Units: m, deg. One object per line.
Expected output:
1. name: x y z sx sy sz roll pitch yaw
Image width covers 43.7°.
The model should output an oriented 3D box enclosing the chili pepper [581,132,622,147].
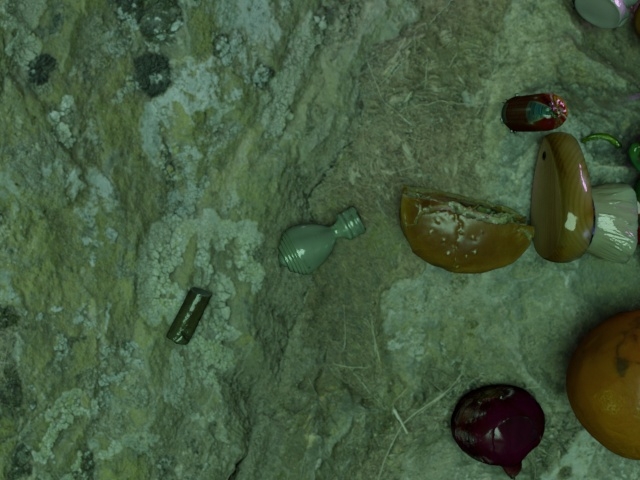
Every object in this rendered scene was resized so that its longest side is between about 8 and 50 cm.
1. chili pepper: 0.579 -0.205 1.635 0.083 0.017 0.030 14 101 0

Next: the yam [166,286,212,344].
1. yam: -0.284 0.164 1.718 0.054 0.054 0.132 28 98 -2

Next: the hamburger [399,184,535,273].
1. hamburger: 0.286 -0.010 1.618 0.283 0.144 0.156 14 100 -1

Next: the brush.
1. brush: 0.523 -0.085 1.590 0.166 0.174 0.266 -1 88 -6

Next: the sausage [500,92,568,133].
1. sausage: 0.409 -0.241 1.516 0.083 0.264 0.083 0 99 -1

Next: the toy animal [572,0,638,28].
1. toy animal: 0.587 -0.520 1.559 0.104 0.131 0.221 22 73 37

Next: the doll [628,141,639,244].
1. doll: 0.703 -0.060 1.580 0.182 0.160 0.363 -2 101 11

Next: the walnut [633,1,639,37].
1. walnut: 0.693 -0.424 1.537 0.180 0.144 0.144 22 99 -10

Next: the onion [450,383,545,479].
1. onion: 0.386 0.422 1.691 0.195 0.140 0.218 -18 101 -1

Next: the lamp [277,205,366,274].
1. lamp: 0.000 0.000 1.660 0.193 0.106 0.106 -26 97 -3

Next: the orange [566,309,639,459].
1. orange: 0.641 0.281 1.562 0.312 0.312 0.312 0 99 3
